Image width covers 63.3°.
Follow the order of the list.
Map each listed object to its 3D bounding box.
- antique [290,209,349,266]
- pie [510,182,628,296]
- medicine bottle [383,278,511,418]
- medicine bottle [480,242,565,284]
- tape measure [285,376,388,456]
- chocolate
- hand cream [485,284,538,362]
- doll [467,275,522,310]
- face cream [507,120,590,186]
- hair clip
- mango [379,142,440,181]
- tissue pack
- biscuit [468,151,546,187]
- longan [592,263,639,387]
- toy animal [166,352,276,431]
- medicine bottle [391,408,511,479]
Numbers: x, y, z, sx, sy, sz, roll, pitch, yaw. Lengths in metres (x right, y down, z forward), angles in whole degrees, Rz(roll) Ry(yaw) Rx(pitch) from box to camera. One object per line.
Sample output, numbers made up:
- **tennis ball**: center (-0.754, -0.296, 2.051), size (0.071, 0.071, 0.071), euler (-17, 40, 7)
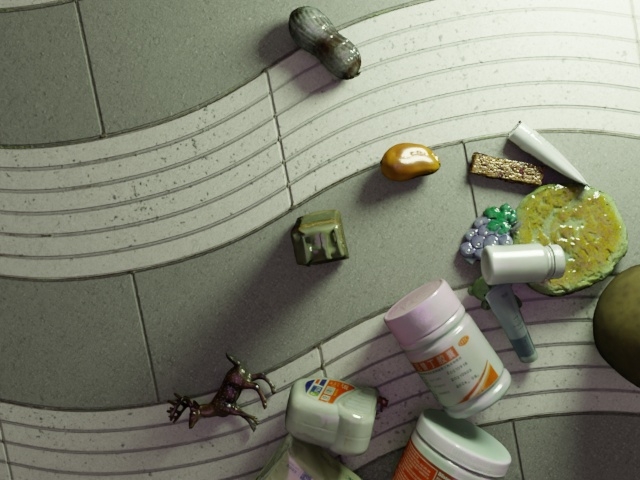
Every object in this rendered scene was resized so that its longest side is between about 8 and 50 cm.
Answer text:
- **antique**: center (0.000, 0.000, 1.340), size (0.125, 0.284, 0.150), euler (-13, 94, 5)
- **pie**: center (0.663, -0.011, 1.406), size (0.324, 0.070, 0.322), euler (0, 89, 6)
- **medicine bottle**: center (0.332, 0.283, 1.376), size (0.202, 0.202, 0.315), euler (-35, 90, 5)
- **medicine bottle**: center (0.518, 0.059, 1.337), size (0.187, 0.103, 0.102), euler (-3, 93, 1)
- **tape measure**: center (0.039, 0.461, 1.385), size (0.266, 0.258, 0.130), euler (12, 95, 10)
- **chocolate**: center (0.012, -0.533, 1.400), size (0.248, 0.110, 0.110), euler (41, 95, 3)
- **hand cream**: center (0.520, 0.222, 1.400), size (0.079, 0.048, 0.255), euler (-35, 107, -15)
- **doll**: center (0.488, 0.153, 1.426), size (0.150, 0.077, 0.115), euler (35, 105, -10)
- **face cream**: center (0.614, -0.226, 1.392), size (0.244, 0.092, 0.058), euler (38, 115, 4)
- **hair clip**: center (0.468, -0.013, 1.423), size (0.124, 0.052, 0.195), euler (38, 100, 27)
- **mango**: center (0.240, -0.213, 1.417), size (0.160, 0.084, 0.105), euler (-4, 77, -16)
- **tissue pack**: center (-0.016, 0.751, 1.420), size (0.381, 0.207, 0.297), euler (35, 94, 1)
- **biscuit**: center (0.508, -0.193, 1.421), size (0.199, 0.034, 0.064), euler (12, 94, 4)
- **longan**: center (0.839, 0.218, 1.293), size (0.319, 0.319, 0.318), euler (0, 93, 4)
- **toy animal**: center (-0.285, 0.454, 1.498), size (0.260, 0.087, 0.243), euler (28, 81, 4)
- **medicine bottle**: center (0.335, 0.613, 1.367), size (0.253, 0.252, 0.240), euler (22, 95, 2)
